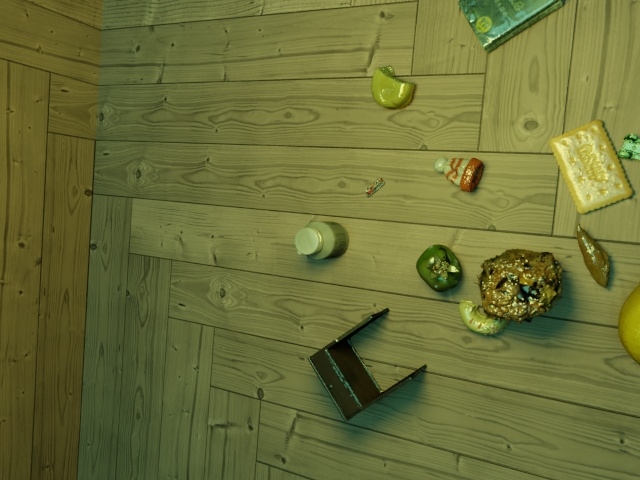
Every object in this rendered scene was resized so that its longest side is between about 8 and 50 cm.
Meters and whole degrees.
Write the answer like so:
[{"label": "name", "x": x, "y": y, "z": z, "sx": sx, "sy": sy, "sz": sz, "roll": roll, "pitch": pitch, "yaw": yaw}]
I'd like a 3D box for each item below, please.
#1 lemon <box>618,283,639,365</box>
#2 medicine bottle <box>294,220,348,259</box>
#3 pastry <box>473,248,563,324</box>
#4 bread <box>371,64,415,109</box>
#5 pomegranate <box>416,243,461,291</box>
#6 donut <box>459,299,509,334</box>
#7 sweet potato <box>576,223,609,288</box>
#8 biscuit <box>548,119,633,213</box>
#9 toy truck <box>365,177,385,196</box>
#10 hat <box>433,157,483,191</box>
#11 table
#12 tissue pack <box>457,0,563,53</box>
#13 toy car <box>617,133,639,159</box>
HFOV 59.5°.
[{"label": "lemon", "x": 0.925, "y": 0.218, "z": 1.489, "sx": 0.263, "sy": 0.236, "sz": 0.236, "roll": -41, "pitch": 73, "yaw": 8}, {"label": "medicine bottle", "x": 0.000, "y": 0.000, "z": 1.958, "sx": 0.135, "sy": 0.215, "sz": 0.135, "roll": 1, "pitch": 92, "yaw": 27}, {"label": "pastry", "x": 0.578, "y": 0.116, "z": 1.650, "sx": 0.275, "sy": 0.275, "sz": 0.193, "roll": -26, "pitch": 106, "yaw": 25}, {"label": "bread", "x": 0.237, "y": -0.511, "z": 1.901, "sx": 0.156, "sy": 0.086, "sz": 0.125, "roll": 42, "pitch": 118, "yaw": 24}, {"label": "pomegranate", "x": 0.380, "y": 0.086, "z": 1.785, "sx": 0.131, "sy": 0.191, "sz": 0.152, "roll": -41, "pitch": 75, "yaw": 4}, {"label": "donut", "x": 0.521, "y": 0.250, "z": 1.784, "sx": 0.166, "sy": 0.065, "sz": 0.108, "roll": 3, "pitch": 93, "yaw": 27}, {"label": "sweet potato", "x": 0.800, "y": 0.043, "z": 1.639, "sx": 0.068, "sy": 0.060, "sz": 0.206, "roll": -31, "pitch": 86, "yaw": 38}, {"label": "biscuit", "x": 0.796, "y": -0.217, "z": 1.653, "sx": 0.160, "sy": 0.030, "sz": 0.250, "roll": -22, "pitch": 81, "yaw": 26}, {"label": "toy truck", "x": 0.188, "y": -0.187, "z": 1.965, "sx": 0.083, "sy": 0.024, "sz": 0.032, "roll": -38, "pitch": 104, "yaw": 20}, {"label": "hat", "x": 0.435, "y": -0.226, "z": 1.806, "sx": 0.162, "sy": 0.093, "sz": 0.112, "roll": 25, "pitch": 91, "yaw": 30}, {"label": "table", "x": 0.160, "y": 0.416, "z": 1.900, "sx": 0.282, "sy": 0.196, "sz": 0.250, "roll": -38, "pitch": 74, "yaw": 22}, {"label": "tissue pack", "x": 0.581, "y": -0.730, "z": 1.721, "sx": 0.257, "sy": 0.081, "sz": 0.185, "roll": -30, "pitch": 78, "yaw": 26}, {"label": "toy car", "x": 0.922, "y": -0.250, "z": 1.576, "sx": 0.143, "sy": 0.054, "sz": 0.073, "roll": 22, "pitch": 99, "yaw": 29}]
